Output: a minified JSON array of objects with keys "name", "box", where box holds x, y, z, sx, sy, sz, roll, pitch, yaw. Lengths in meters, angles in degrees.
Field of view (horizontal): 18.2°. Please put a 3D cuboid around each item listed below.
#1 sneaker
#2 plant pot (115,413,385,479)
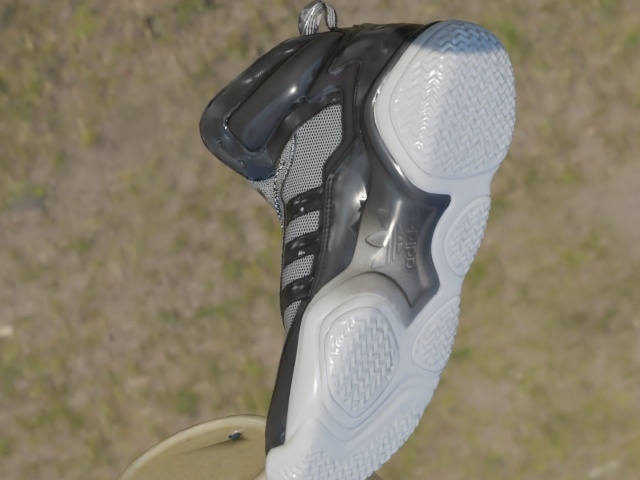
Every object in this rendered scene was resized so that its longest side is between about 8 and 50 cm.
[{"name":"sneaker","box":[0.000,0.000,1.086,0.101,0.153,0.268,18,92,-51]},{"name":"plant pot","box":[-0.051,0.233,1.376,0.284,0.284,0.191,-22,112,1]}]
